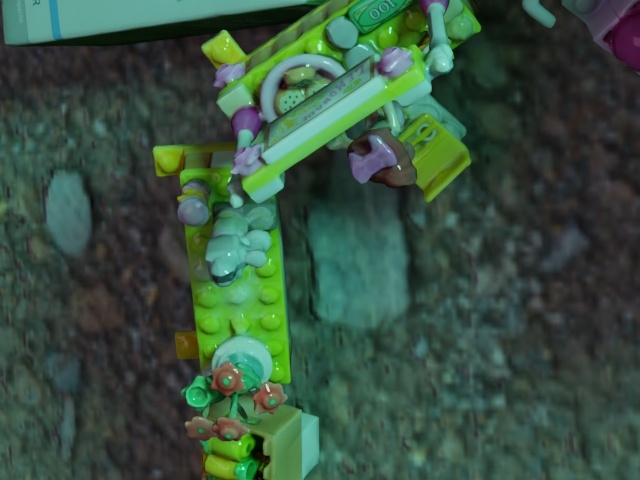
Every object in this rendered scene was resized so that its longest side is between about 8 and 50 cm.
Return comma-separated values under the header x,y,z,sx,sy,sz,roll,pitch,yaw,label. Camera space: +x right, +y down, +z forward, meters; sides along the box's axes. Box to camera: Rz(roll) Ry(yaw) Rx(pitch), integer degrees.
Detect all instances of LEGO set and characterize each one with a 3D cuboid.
x,y,z,sx,sy,sz,roll,pitch,yaw,label
0.000,0.000,0.671,0.132,0.107,0.287,29,114,-14,LEGO set

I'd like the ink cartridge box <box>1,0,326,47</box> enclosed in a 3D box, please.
x,y,z,sx,sy,sz,roll,pitch,yaw,label
-0.033,-0.139,0.736,0.209,0.062,0.109,-3,93,34,ink cartridge box
